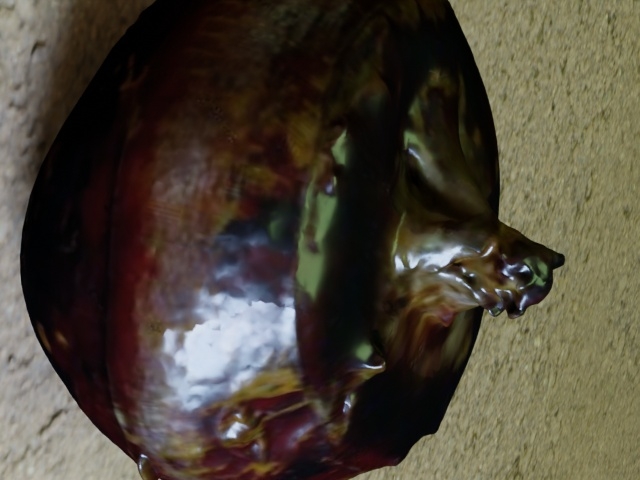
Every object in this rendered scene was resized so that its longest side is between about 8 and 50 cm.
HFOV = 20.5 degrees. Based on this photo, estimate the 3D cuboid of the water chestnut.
[{"bbox_3d":[0.000,0.000,1.050,0.350,0.302,0.350,-32,127,-58],"label":"water chestnut"}]
